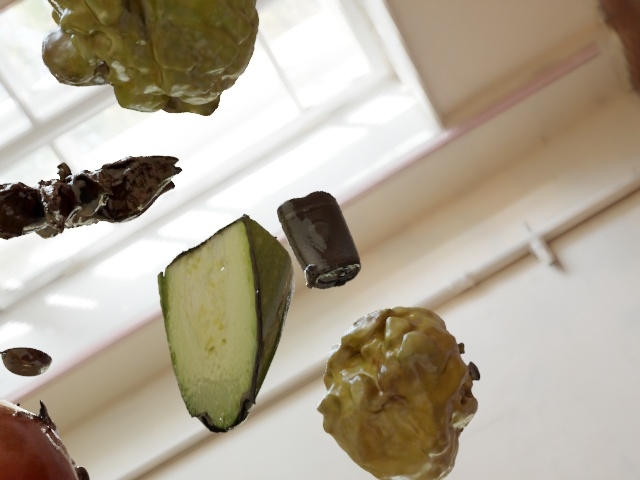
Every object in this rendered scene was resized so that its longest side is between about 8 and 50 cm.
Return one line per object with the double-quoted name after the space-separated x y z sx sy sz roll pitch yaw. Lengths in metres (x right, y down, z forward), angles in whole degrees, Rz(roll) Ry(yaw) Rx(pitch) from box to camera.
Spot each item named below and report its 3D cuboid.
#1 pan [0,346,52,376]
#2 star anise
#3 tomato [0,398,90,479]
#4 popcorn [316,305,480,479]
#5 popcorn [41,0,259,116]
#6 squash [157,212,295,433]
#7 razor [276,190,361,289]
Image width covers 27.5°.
-0.413 0.157 1.733 0.115 0.068 0.023 20 -123 -25 "pan"
-0.294 -0.050 1.538 0.288 0.288 0.088 -113 13 -87 "star anise"
-0.360 0.330 1.303 0.341 0.272 0.342 28 128 44 "tomato"
0.101 0.194 1.565 0.190 0.191 0.253 61 -173 35 "popcorn"
-0.178 -0.233 1.375 0.206 0.236 0.252 -85 -8 -46 "popcorn"
-0.071 0.087 1.239 0.192 0.085 0.184 -29 67 54 "squash"
0.000 0.000 1.843 0.054 0.090 0.148 84 165 -56 "razor"
